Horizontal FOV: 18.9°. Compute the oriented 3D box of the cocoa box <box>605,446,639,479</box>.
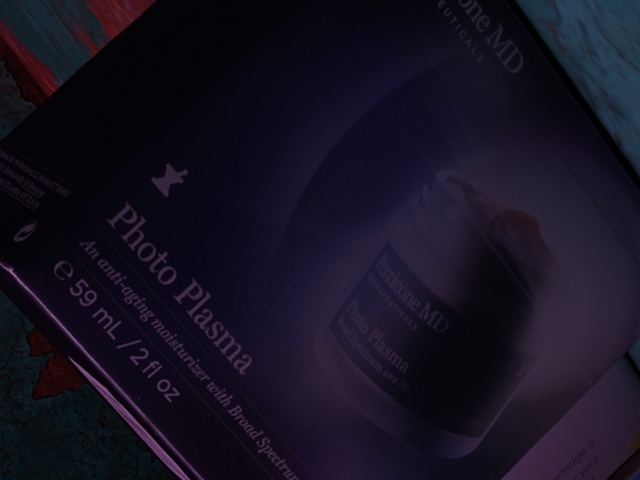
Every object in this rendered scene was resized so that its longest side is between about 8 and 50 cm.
[{"bbox_3d":[0.208,0.294,1.226,0.231,0.347,0.228,46,171,10],"label":"cocoa box"}]

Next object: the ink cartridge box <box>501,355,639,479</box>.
[{"bbox_3d":[0.128,0.207,1.462,0.160,0.279,0.384,37,167,50],"label":"ink cartridge box"}]

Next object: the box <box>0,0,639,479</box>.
[{"bbox_3d":[0.000,0.000,1.073,0.296,0.294,0.183,50,168,-25],"label":"box"}]
